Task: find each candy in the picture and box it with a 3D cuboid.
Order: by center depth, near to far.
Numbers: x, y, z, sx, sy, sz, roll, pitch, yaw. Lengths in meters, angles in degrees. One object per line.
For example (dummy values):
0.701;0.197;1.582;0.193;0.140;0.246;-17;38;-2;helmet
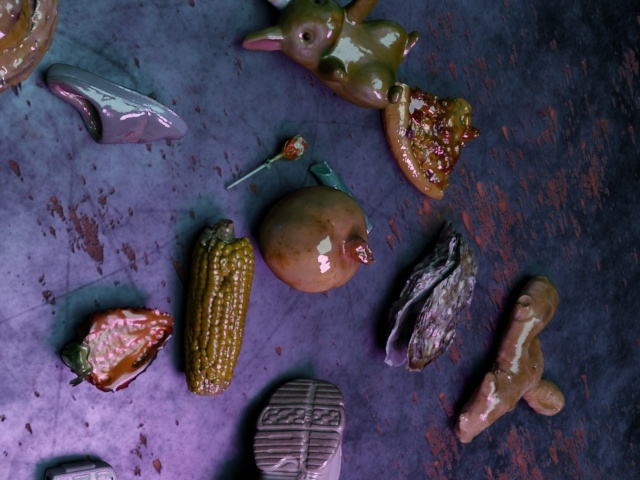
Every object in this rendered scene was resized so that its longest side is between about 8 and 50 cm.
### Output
-0.101;-0.143;1.660;0.184;0.049;0.055;-34;159;-19;candy

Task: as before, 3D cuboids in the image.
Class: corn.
-0.188;0.122;1.594;0.119;0.119;0.322;6;98;-35;corn

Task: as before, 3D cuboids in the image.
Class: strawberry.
-0.353;0.178;1.507;0.140;0.085;0.192;40;69;-24;strawberry

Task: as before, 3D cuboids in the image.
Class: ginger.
0.455;0.286;2.056;0.348;0.122;0.363;-19;117;-40;ginger

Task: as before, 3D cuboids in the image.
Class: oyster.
0.242;0.118;1.885;0.162;0.158;0.351;70;39;-70;oyster

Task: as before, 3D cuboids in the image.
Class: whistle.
0.044;-0.086;1.768;0.039;0.039;0.186;-49;120;-19;whistle

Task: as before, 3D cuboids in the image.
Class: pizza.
0.245;-0.232;1.858;0.229;0.081;0.289;-35;113;-26;pizza

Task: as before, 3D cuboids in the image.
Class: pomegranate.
-0.013;-0.004;1.650;0.207;0.207;0.207;-6;100;-34;pomegranate

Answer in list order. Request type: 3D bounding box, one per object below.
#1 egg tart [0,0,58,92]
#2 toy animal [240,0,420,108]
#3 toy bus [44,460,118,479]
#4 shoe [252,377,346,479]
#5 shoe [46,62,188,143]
-0.535;-0.371;1.268;0.352;0.150;0.352;-3;95;-35;egg tart
0.012;-0.374;1.615;0.363;0.180;0.181;26;75;-35;toy animal
-0.410;0.419;1.519;0.123;0.060;0.075;-2;95;-32;toy bus
-0.045;0.450;1.724;0.198;0.172;0.351;73;31;-60;shoe
-0.339;-0.204;1.453;0.251;0.103;0.100;23;83;-29;shoe
